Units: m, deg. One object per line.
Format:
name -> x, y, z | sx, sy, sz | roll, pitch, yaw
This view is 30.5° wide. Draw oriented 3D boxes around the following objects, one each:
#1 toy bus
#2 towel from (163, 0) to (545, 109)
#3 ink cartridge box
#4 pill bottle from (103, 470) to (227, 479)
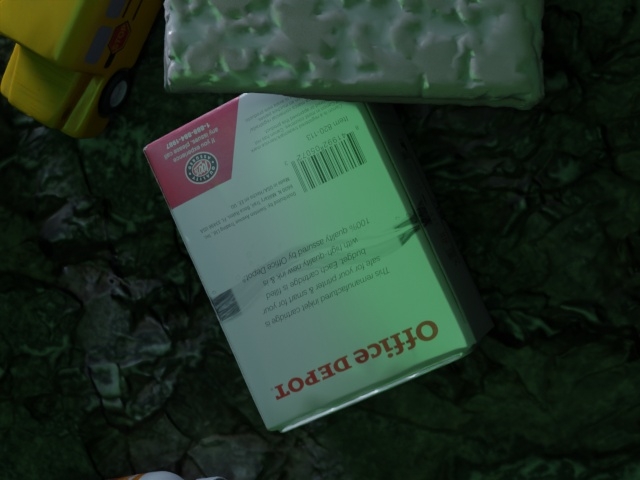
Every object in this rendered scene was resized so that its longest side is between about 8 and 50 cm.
toy bus -> -0.202, -0.261, 1.081 | 0.108, 0.130, 0.332 | 30, 103, 13
towel -> 0.026, -0.273, 0.963 | 0.317, 0.053, 0.331 | 0, 84, -8
ink cartridge box -> 0.000, 0.000, 1.049 | 0.207, 0.117, 0.283 | -25, 87, 18
pill bottle -> -0.189, 0.289, 1.135 | 0.216, 0.121, 0.121 | -13, 91, 18
